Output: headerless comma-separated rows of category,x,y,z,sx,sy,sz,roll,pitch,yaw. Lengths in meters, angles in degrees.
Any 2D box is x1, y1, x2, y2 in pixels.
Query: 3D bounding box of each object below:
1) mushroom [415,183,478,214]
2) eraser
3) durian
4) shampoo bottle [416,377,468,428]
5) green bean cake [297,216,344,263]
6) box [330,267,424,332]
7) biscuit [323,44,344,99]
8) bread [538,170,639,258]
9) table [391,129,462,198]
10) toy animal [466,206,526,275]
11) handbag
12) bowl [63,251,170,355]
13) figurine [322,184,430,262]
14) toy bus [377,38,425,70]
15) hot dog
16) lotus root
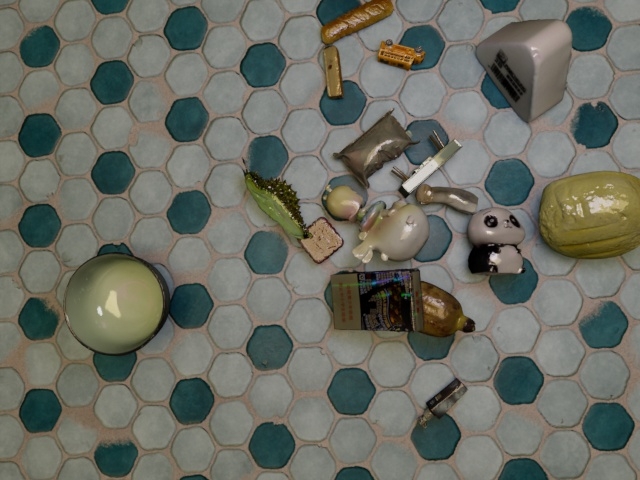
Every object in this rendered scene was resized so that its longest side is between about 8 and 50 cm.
mushroom,0.437,-0.147,1.549,0.223,0.081,0.092,14,59,-10
eraser,0.672,-0.605,1.506,0.150,0.331,0.331,-32,86,4
durian,-0.156,-0.147,1.593,0.375,0.106,0.132,47,121,7
shampoo bottle,0.420,0.569,1.556,0.207,0.057,0.063,-43,93,3
green bean cake,0.000,0.000,1.606,0.135,0.056,0.135,-39,87,2
box,0.183,0.200,1.500,0.310,0.084,0.198,-6,87,36
biscuit,0.046,-0.610,1.628,0.056,0.052,0.188,-8,86,16
bread,0.871,-0.076,1.426,0.320,0.320,0.237,2,69,4
table,0.356,-0.273,1.559,0.240,0.121,0.111,-42,86,1
toy animal,0.586,0.004,1.509,0.187,0.165,0.235,3,88,-14
handbag,0.200,-0.319,1.572,0.270,0.117,0.182,-38,82,7
bowl,-0.685,0.216,1.583,0.354,0.185,0.354,0,88,4
figurine,0.164,-0.061,1.525,0.394,0.226,0.274,33,64,14
toy bus,0.289,-0.660,1.603,0.162,0.069,0.074,17,90,6
hot dog,0.132,-0.800,1.627,0.286,0.061,0.088,-30,98,4
lotus root,0.371,0.236,1.518,0.314,0.141,0.169,25,100,21
